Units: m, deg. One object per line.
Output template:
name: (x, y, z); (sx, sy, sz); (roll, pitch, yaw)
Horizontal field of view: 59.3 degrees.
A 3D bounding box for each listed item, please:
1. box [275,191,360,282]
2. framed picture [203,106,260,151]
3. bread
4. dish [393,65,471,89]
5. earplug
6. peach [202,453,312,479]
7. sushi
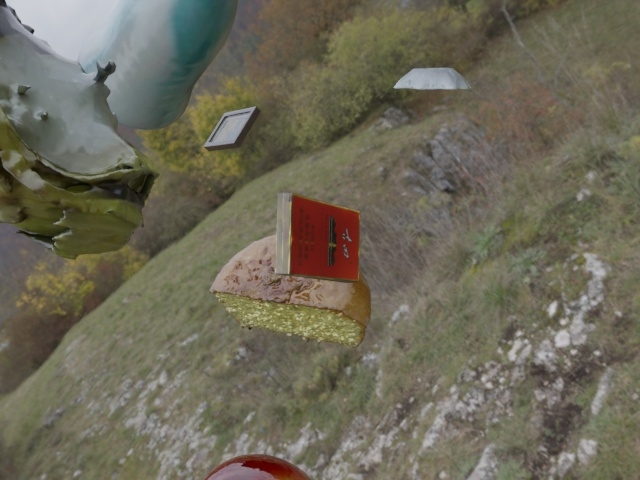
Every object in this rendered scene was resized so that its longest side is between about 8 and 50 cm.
box: (0.000, 0.000, 0.651); (0.023, 0.133, 0.090); (-2, 81, 39)
framed picture: (-0.250, -0.312, 1.584); (0.168, 0.023, 0.128); (6, 63, 50)
bread: (-0.039, 0.092, 1.172); (0.339, 0.194, 0.179); (6, 56, 20)
dish: (0.194, -0.284, 0.983); (0.137, 0.039, 0.091); (9, 18, 27)
earplug: (-0.214, -0.305, 0.801); (0.324, 0.185, 0.185); (-23, 30, 52)
peach: (-0.087, 0.420, 0.825); (0.243, 0.243, 0.200); (-15, 67, 56)
sushi: (-0.203, -0.114, 0.314); (0.131, 0.291, 0.139); (-39, 5, -33)
